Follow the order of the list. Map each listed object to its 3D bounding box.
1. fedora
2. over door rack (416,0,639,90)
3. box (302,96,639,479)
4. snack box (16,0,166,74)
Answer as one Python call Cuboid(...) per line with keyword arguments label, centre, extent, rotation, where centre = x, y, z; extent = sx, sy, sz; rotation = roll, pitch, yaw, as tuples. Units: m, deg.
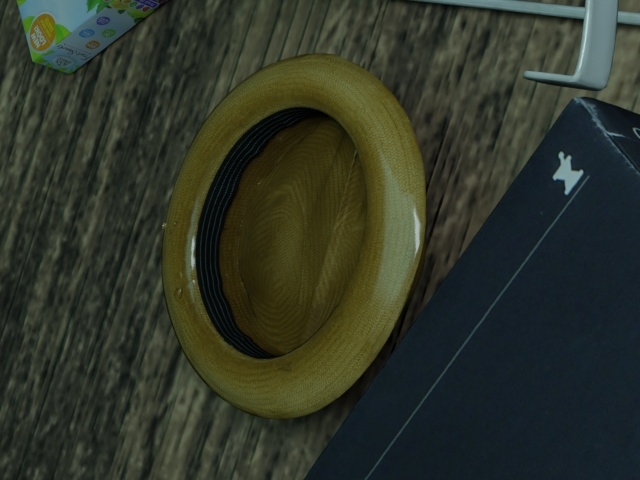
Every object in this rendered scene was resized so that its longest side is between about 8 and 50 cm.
Cuboid(label="fedora", centre=(0.000, 0.000, 1.022), extent=(0.194, 0.079, 0.194), rotation=(-5, 82, 41))
Cuboid(label="over door rack", centre=(0.077, -0.147, 0.896), extent=(0.324, 0.239, 0.108), rotation=(28, 103, 39))
Cuboid(label="box", centre=(0.139, 0.180, 0.749), extent=(0.343, 0.179, 0.312), rotation=(-56, 43, 24))
Cuboid(label="snack box", centre=(-0.153, -0.191, 1.213), extent=(0.100, 0.037, 0.141), rotation=(-33, 61, 30))
